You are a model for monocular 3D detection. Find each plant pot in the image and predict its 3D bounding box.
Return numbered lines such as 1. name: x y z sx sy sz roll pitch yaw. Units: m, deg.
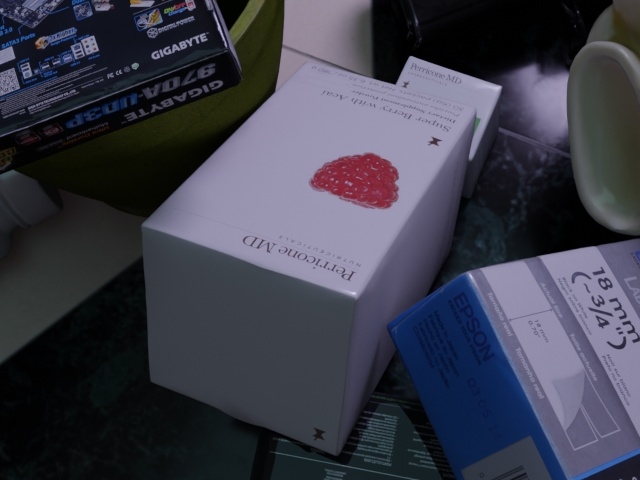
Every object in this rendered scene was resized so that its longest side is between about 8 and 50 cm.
1. plant pot: -0.184 -0.187 0.869 0.366 0.353 0.367 -2 73 6

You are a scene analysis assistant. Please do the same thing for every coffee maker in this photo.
1. coffee maker: 0.166 -0.262 0.974 0.178 0.120 0.171 -20 72 1

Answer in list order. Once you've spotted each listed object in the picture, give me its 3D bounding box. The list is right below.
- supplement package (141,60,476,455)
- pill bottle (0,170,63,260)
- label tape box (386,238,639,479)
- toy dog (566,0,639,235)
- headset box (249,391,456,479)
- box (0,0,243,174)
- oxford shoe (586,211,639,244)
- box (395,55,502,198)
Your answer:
1. supplement package: 0.000 0.000 0.806 0.177 0.175 0.293 18 40 15
2. pill bottle: -0.389 -0.019 0.956 0.229 0.131 0.131 -30 71 -4
3. label tape box: 0.245 0.127 0.747 0.333 0.106 0.241 -8 66 -39
4. toy dog: 0.415 -0.213 0.829 0.408 0.284 0.395 -21 90 -39
5. headset box: 0.055 0.281 0.807 0.246 0.131 0.283 8 73 9
6. box: -0.184 -0.152 0.644 0.220 0.051 0.175 -21 71 0
7. oxford shoe: 0.347 0.012 0.887 0.096 0.083 0.227 -26 73 -9
8. box: 0.120 -0.112 0.941 0.101 0.102 0.087 21 74 14
